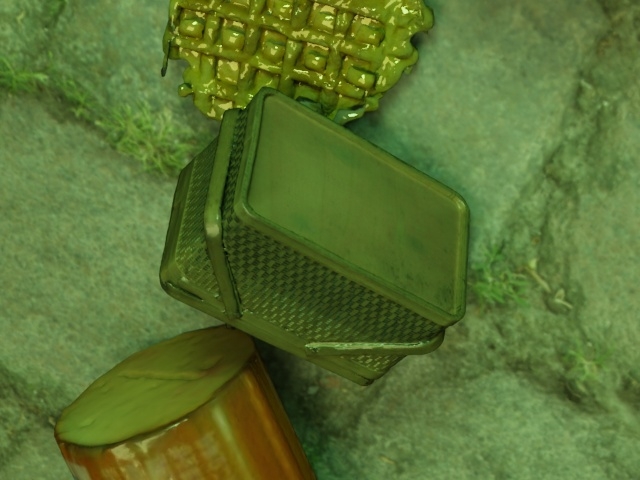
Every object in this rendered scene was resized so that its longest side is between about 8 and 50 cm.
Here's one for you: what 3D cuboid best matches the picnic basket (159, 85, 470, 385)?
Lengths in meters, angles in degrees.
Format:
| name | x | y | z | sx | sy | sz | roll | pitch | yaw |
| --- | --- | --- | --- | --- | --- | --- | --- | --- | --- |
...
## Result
| name | x | y | z | sx | sy | sz | roll | pitch | yaw |
| --- | --- | --- | --- | --- | --- | --- | --- | --- | --- |
| picnic basket | 0.000 | 0.000 | 1.453 | 0.267 | 0.165 | 0.139 | 27 | 136 | -23 |

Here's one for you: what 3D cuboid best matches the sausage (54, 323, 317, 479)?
| name | x | y | z | sx | sy | sz | roll | pitch | yaw |
| --- | --- | --- | --- | --- | --- | --- | --- | --- | --- |
| sausage | -0.116 | 0.268 | 1.656 | 0.233 | 0.233 | 0.287 | -14 | 110 | 29 |

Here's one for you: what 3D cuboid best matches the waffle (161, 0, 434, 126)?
| name | x | y | z | sx | sy | sz | roll | pitch | yaw |
| --- | --- | --- | --- | --- | --- | --- | --- | --- | --- |
| waffle | -0.033 | -0.222 | 1.458 | 0.280 | 0.060 | 0.262 | -24 | 102 | 30 |
